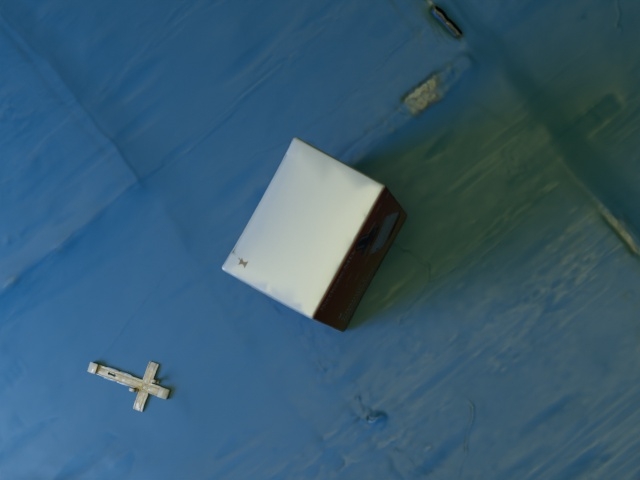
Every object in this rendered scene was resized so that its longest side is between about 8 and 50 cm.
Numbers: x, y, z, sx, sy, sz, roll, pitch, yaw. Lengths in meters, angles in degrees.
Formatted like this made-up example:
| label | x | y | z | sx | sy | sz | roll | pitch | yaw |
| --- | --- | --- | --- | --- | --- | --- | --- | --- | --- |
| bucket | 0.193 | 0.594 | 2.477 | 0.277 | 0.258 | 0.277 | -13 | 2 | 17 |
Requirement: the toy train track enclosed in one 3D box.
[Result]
| label | x | y | z | sx | sy | sz | roll | pitch | yaw |
| --- | --- | --- | --- | --- | --- | --- | --- | --- | --- |
| toy train track | -0.184 | 0.133 | 1.295 | 0.083 | 0.014 | 0.048 | 18 | 86 | 12 |

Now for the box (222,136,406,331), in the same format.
| label | x | y | z | sx | sy | sz | roll | pitch | yaw |
| --- | --- | --- | --- | --- | --- | --- | --- | --- | --- |
| box | 0.000 | 0.000 | 1.201 | 0.091 | 0.170 | 0.130 | 29 | 89 | 12 |
